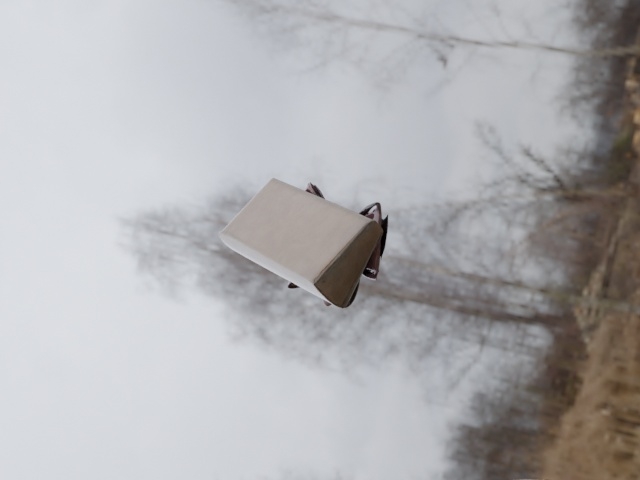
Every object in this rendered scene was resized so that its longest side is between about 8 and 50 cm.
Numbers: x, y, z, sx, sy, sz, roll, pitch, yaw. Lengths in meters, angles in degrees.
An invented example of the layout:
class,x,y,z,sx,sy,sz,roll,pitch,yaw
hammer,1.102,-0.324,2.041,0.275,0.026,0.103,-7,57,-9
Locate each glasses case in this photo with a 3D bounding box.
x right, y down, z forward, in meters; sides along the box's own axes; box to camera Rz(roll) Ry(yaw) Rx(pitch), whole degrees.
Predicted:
class,x,y,z,sx,sy,sz,roll,pitch,yaw
glasses case,0.000,0.000,1.098,0.102,0.193,0.070,-47,-58,-11

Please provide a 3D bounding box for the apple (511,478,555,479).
class,x,y,z,sx,sy,sz,roll,pitch,yaw
apple,0.096,0.223,0.589,0.211,0.188,0.211,56,-165,-23
